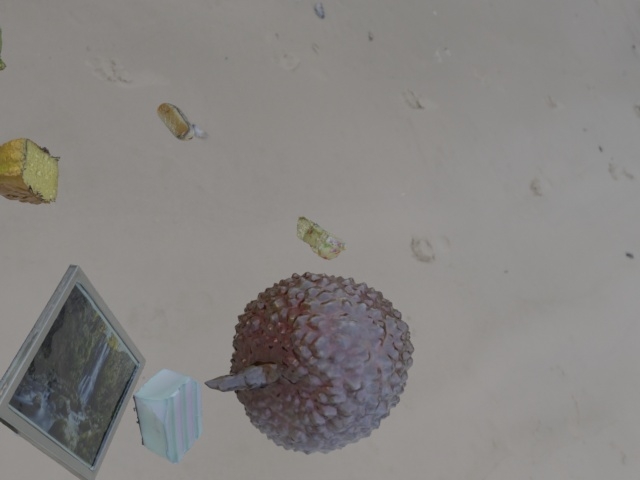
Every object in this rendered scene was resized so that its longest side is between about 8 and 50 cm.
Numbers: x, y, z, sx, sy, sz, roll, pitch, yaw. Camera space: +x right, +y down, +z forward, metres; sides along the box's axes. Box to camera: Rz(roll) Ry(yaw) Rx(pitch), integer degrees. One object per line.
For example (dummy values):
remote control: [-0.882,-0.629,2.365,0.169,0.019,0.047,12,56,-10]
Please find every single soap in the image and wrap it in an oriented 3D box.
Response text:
soap: [-0.344,0.395,1.295,0.145,0.091,0.230,-47,148,-53]

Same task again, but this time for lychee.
lychee: [-0.007,0.109,0.513,0.197,0.165,0.165,-4,75,-47]

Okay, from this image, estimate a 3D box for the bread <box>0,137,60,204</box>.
bread: [-0.857,-0.192,1.621,0.147,0.260,0.160,1,86,-3]

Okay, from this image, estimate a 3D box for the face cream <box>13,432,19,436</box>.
face cream: [-0.542,0.337,1.090,0.095,0.091,0.091,16,59,0]

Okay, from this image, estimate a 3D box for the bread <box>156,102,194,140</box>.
bread: [-0.454,-0.375,1.798,0.214,0.073,0.053,46,5,38]

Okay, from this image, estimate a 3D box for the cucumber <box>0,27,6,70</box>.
cucumber: [-0.558,-0.363,0.858,0.244,0.134,0.134,75,32,-47]

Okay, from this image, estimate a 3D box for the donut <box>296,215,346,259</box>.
donut: [0.004,0.003,1.480,0.108,0.166,0.065,30,95,-38]

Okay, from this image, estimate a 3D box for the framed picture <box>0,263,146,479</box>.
framed picture: [-0.383,0.225,0.909,0.324,0.020,0.240,82,18,-50]
